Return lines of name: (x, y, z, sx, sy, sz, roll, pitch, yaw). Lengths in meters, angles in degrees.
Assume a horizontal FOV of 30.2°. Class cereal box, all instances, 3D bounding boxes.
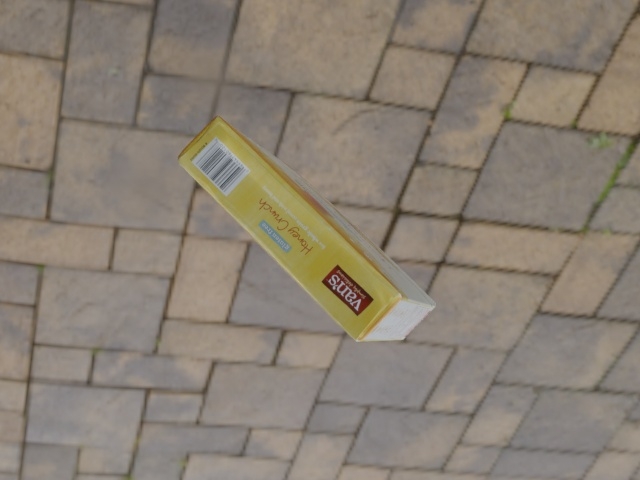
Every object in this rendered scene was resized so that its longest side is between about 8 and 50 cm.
cereal box: (0.000, 0.000, 0.865, 0.047, 0.173, 0.240, -47, 170, 4)
